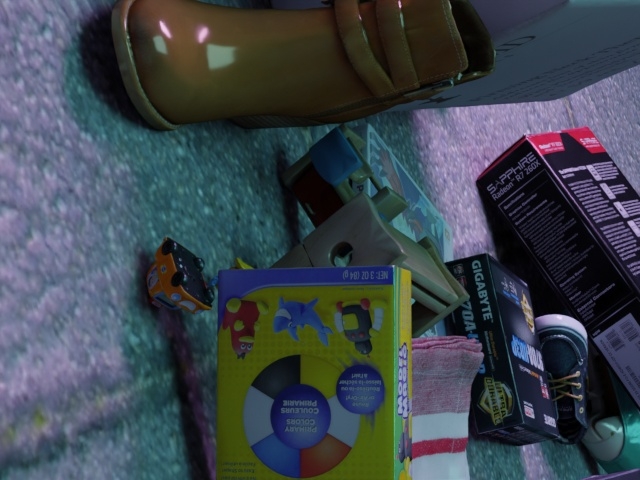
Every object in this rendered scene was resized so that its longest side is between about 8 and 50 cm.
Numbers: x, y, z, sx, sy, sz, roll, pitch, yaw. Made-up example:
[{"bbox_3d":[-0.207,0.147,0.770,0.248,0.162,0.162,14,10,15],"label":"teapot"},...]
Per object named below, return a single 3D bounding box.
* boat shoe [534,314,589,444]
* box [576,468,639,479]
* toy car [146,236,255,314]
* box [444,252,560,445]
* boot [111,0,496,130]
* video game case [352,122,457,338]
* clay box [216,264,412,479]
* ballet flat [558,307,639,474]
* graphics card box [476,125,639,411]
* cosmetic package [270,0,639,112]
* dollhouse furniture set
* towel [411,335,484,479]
[{"bbox_3d":[0.276,0.159,1.785,0.183,0.065,0.083,65,22,-53],"label":"boat shoe"},{"bbox_3d":[0.214,0.301,1.451,0.247,0.163,0.142,11,61,-65],"label":"box"},{"bbox_3d":[-0.082,0.038,1.110,0.122,0.040,0.060,24,32,-58],"label":"toy car"},{"bbox_3d":[0.189,0.117,1.627,0.220,0.051,0.175,32,46,-69],"label":"box"},{"bbox_3d":[-0.006,-0.139,1.167,0.283,0.220,0.109,21,63,-63],"label":"boot"},{"bbox_3d":[0.084,0.014,1.527,0.201,0.023,0.183,47,34,-46],"label":"video game case"},{"bbox_3d":[-0.004,0.130,1.064,0.053,0.127,0.222,22,67,-72],"label":"clay box"},{"bbox_3d":[0.336,0.194,1.931,0.087,0.083,0.247,-11,84,-43],"label":"ballet flat"},{"bbox_3d":[0.359,0.038,1.876,0.371,0.094,0.233,55,26,12],"label":"graphics card box"},{"bbox_3d":[0.181,-0.317,1.444,0.393,0.329,0.327,-8,83,-44],"label":"cosmetic package"},{"bbox_3d":[0.000,0.000,1.259,0.129,0.129,0.184,32,22,-57],"label":"dollhouse furniture set"},{"bbox_3d":[0.068,0.239,1.207,0.237,0.037,0.329,1,91,-65],"label":"towel"}]
